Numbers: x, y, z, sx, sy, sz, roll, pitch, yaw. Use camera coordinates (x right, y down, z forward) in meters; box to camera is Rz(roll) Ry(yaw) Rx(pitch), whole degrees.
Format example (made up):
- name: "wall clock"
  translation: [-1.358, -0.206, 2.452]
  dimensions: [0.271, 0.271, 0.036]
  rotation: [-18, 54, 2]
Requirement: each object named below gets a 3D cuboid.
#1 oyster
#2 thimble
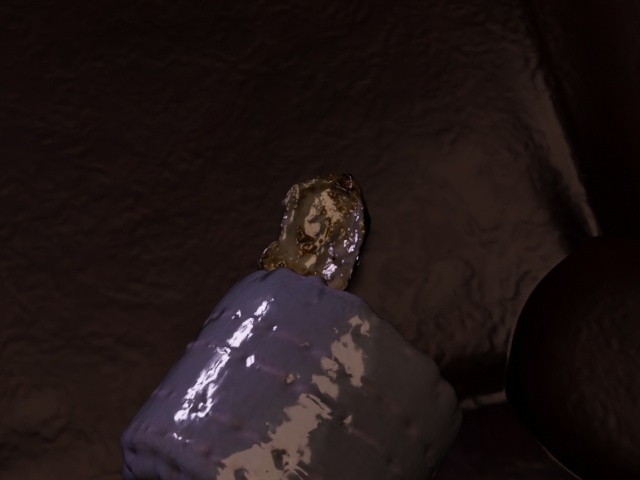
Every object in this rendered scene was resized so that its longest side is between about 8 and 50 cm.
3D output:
- name: "oyster"
  translation: [0.001, -0.003, 0.668]
  dimensions: [0.054, 0.019, 0.083]
  rotation: [20, 70, 7]
- name: "thimble"
  translation: [-0.018, 0.094, 0.554]
  dimensions: [0.127, 0.151, 0.118]
  rotation: [38, 69, -1]
